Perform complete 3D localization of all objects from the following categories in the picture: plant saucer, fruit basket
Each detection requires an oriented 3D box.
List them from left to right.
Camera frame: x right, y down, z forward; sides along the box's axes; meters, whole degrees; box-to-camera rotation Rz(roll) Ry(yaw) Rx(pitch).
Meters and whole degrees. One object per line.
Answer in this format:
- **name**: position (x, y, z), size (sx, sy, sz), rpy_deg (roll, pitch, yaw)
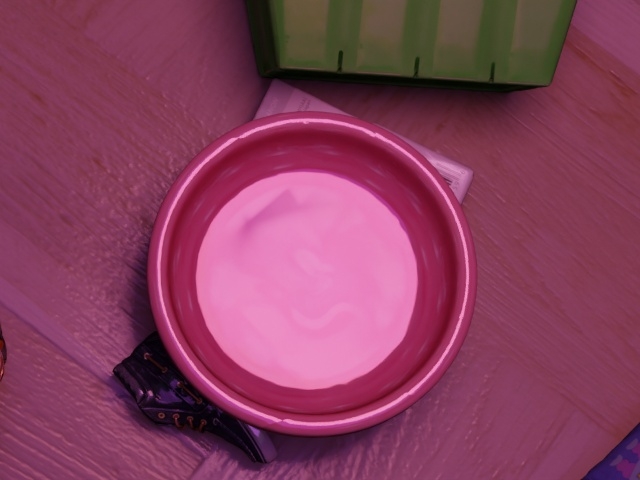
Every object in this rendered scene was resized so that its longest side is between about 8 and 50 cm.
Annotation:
- **plant saucer**: position (-0.011, 0.037, 1.854), size (0.332, 0.084, 0.332), rpy_deg (2, 76, -6)
- **fruit basket**: position (0.098, -0.345, 1.911), size (0.392, 0.283, 0.392), rpy_deg (0, 92, -9)

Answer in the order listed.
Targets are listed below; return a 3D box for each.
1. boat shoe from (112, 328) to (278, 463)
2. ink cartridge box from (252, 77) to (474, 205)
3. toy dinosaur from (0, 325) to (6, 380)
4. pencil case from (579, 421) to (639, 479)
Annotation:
- **boat shoe**: position (-0.129, 0.175, 1.877), size (0.083, 0.065, 0.183), rpy_deg (-40, 81, -13)
- **ink cartridge box**: position (0.000, 0.000, 1.937), size (0.239, 0.060, 0.275), rpy_deg (25, 75, 2)
- **toy dinosaur**: position (-0.373, 0.106, 1.773), size (0.164, 0.218, 0.322), rpy_deg (-48, 54, 15)
- **pencil case**: position (0.405, 0.217, 1.921), size (0.306, 0.119, 0.133), rpy_deg (-39, 64, -14)
